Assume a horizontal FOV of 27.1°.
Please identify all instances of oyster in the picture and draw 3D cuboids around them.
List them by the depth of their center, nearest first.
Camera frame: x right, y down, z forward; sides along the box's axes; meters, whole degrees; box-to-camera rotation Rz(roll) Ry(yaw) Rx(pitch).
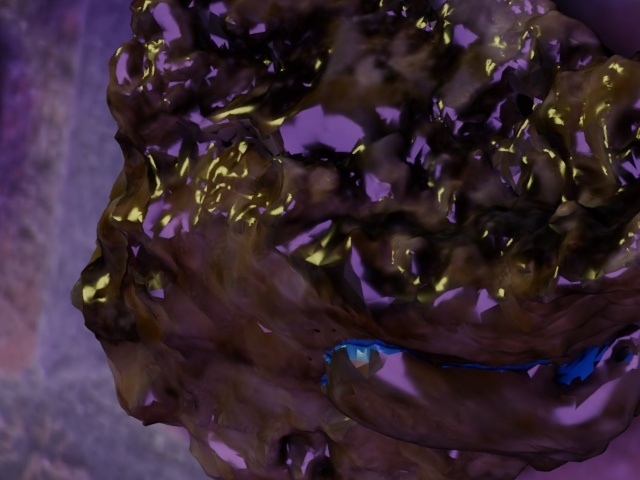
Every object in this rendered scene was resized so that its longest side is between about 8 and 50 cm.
[{"bbox_3d":[0.000,0.000,0.407,0.214,0.083,0.223,42,120,27],"label":"oyster"}]
